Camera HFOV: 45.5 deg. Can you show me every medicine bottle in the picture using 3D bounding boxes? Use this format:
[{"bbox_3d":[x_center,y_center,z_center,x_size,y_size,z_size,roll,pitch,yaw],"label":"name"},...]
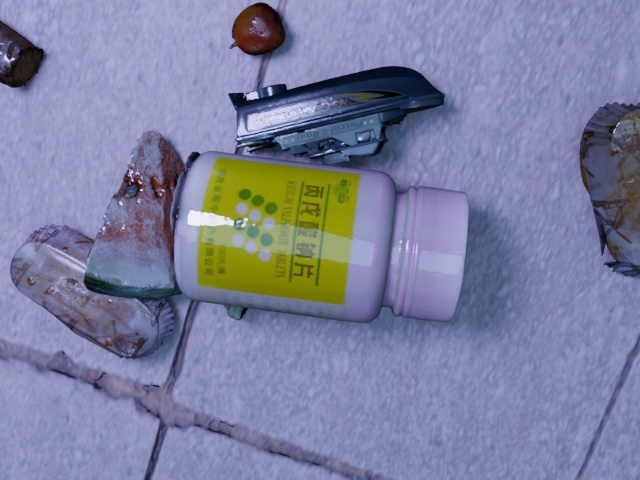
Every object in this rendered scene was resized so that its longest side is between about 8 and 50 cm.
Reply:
[{"bbox_3d":[0.000,0.000,1.055,0.379,0.213,0.213,7,102,2],"label":"medicine bottle"}]

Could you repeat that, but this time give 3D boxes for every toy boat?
[{"bbox_3d":[0.028,-0.171,1.068,0.296,0.114,0.122,-9,94,6],"label":"toy boat"}]

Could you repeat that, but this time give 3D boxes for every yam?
[{"bbox_3d":[-0.481,-0.289,1.103,0.141,0.079,0.079,37,102,-2],"label":"yam"}]

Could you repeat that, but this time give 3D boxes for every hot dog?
[{"bbox_3d":[0.459,-0.071,1.075,0.163,0.082,0.270,-14,106,13],"label":"hot dog"},{"bbox_3d":[-0.346,0.079,1.168,0.268,0.075,0.144,38,97,-1],"label":"hot dog"}]

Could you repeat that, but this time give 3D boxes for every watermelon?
[{"bbox_3d":[-0.252,-0.037,1.113,0.154,0.094,0.241,7,80,-13],"label":"watermelon"}]

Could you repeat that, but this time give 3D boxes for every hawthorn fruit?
[{"bbox_3d":[-0.088,-0.296,1.077,0.077,0.077,0.077,1,101,4],"label":"hawthorn fruit"}]

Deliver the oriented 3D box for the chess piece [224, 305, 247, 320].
[{"bbox_3d":[-0.175,0.065,1.164,0.149,0.059,0.059,27,102,4],"label":"chess piece"}]
